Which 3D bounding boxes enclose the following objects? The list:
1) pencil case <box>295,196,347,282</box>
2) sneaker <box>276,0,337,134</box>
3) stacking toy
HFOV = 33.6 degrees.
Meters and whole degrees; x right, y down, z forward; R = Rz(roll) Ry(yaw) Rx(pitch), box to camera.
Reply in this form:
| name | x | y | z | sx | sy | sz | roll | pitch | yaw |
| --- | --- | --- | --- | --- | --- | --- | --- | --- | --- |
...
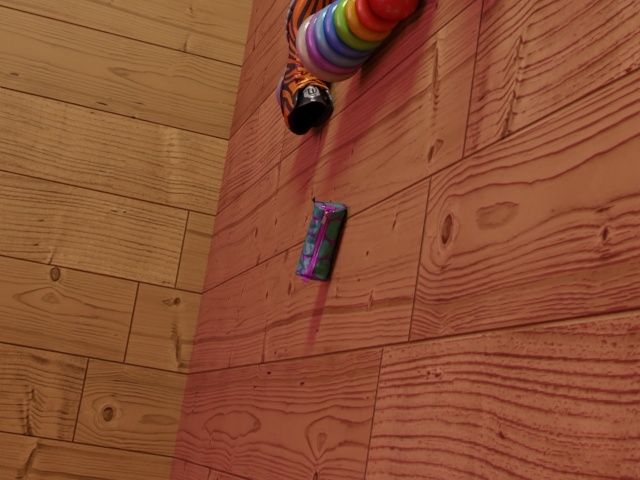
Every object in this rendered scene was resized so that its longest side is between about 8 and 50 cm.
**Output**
| name | x | y | z | sx | sy | sz | roll | pitch | yaw |
| --- | --- | --- | --- | --- | --- | --- | --- | --- | --- |
| pencil case | 0.000 | 0.000 | 1.961 | 0.070 | 0.065 | 0.151 | -35 | -40 | -75 |
| sneaker | -0.011 | -0.363 | 2.218 | 0.180 | 0.125 | 0.321 | -106 | 20 | -52 |
| stacking toy | 0.077 | -0.398 | 1.892 | 0.330 | 0.141 | 0.141 | 154 | 127 | -64 |
